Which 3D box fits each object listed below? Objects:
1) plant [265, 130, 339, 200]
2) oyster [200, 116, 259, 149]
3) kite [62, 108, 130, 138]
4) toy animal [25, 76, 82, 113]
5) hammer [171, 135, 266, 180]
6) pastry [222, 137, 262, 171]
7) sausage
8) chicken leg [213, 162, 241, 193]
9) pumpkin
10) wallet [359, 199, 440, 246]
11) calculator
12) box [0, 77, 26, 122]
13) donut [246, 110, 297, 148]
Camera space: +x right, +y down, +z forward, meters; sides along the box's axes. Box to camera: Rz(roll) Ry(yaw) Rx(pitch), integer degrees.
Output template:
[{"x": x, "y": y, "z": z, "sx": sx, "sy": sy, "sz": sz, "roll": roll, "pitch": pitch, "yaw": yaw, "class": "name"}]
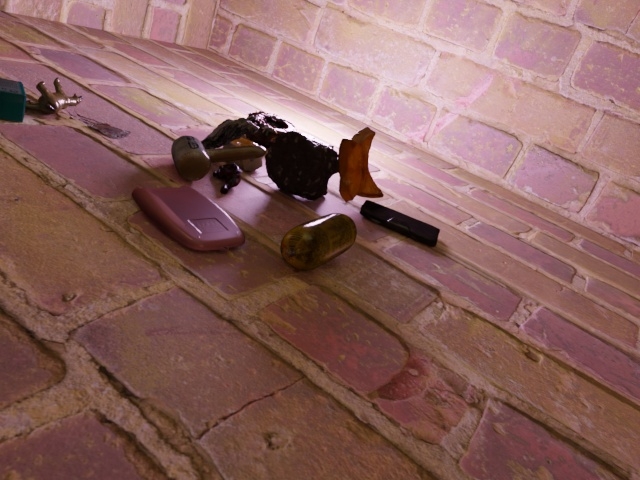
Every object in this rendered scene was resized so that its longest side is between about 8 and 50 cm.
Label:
[{"x": -0.047, "y": -0.267, "z": 1.830, "sx": 0.213, "sy": 0.215, "sz": 0.312, "roll": 32, "pitch": 15, "yaw": 15, "class": "plant"}, {"x": -0.373, "y": -0.370, "z": 1.821, "sx": 0.199, "sy": 0.087, "sz": 0.252, "roll": -9, "pitch": 21, "yaw": 45, "class": "oyster"}, {"x": -0.783, "y": -0.408, "z": 1.782, "sx": 0.229, "sy": 0.016, "sz": 0.127, "roll": 25, "pitch": 20, "yaw": 2, "class": "kite"}, {"x": -0.919, "y": -0.488, "z": 1.765, "sx": 0.101, "sy": 0.103, "sz": 0.218, "roll": 34, "pitch": 18, "yaw": -15, "class": "toy animal"}, {"x": -0.330, "y": -0.283, "z": 1.681, "sx": 0.305, "sy": 0.113, "sz": 0.202, "roll": -9, "pitch": 35, "yaw": -19, "class": "hammer"}, {"x": -0.295, "y": -0.326, "z": 1.914, "sx": 0.166, "sy": 0.088, "sz": 0.166, "roll": 15, "pitch": 28, "yaw": -8, "class": "pastry"}, {"x": 0.000, "y": 0.000, "z": 1.393, "sx": 0.123, "sy": 0.123, "sz": 0.347, "roll": 30, "pitch": 25, "yaw": 20, "class": "sausage"}, {"x": -0.307, "y": -0.211, "z": 1.700, "sx": 0.093, "sy": 0.053, "sz": 0.205, "roll": -13, "pitch": 27, "yaw": -16, "class": "chicken leg"}, {"x": 0.141, "y": -0.260, "z": 1.887, "sx": 0.095, "sy": 0.290, "sz": 0.258, "roll": 5, "pitch": 24, "yaw": 30, "class": "pumpkin"}, {"x": 0.298, "y": -0.071, "z": 1.906, "sx": 0.309, "sy": 0.042, "sz": 0.165, "roll": 24, "pitch": 22, "yaw": 8, "class": "wallet"}, {"x": -0.341, "y": -0.065, "z": 1.350, "sx": 0.330, "sy": 0.048, "sz": 0.220, "roll": 37, "pitch": 26, "yaw": 29, "class": "calculator"}, {"x": -1.041, "y": -0.444, "z": 1.542, "sx": 0.245, "sy": 0.092, "sz": 0.153, "roll": 4, "pitch": 27, "yaw": -36, "class": "box"}, {"x": -0.223, "y": -0.498, "z": 2.305, "sx": 0.270, "sy": 0.103, "sz": 0.269, "roll": 17, "pitch": 32, "yaw": -11, "class": "donut"}]
